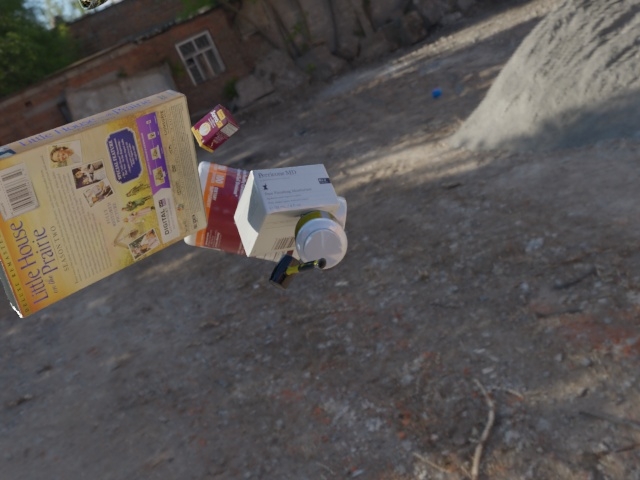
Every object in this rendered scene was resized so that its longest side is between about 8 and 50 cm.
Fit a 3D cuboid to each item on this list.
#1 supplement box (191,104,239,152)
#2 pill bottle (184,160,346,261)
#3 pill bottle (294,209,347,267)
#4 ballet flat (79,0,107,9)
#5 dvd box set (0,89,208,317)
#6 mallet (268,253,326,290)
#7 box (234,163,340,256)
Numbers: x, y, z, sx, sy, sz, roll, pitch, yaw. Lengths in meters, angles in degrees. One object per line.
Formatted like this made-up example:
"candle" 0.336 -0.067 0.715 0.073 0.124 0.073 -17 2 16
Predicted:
"supplement box" -0.222 -0.235 1.364 0.083 0.055 0.043 -38 -26 14
"pill bottle" -0.143 -0.062 1.705 0.392 0.224 0.224 11 14 -10
"pill bottle" 0.000 0.000 1.305 0.103 0.103 0.184 -25 11 2
"ballet flat" -0.394 -0.442 1.005 0.070 0.188 0.070 -12 49 14
"dvd box set" -0.419 -0.078 1.228 0.420 0.308 0.062 -31 42 -34
"mallet" -0.040 0.056 1.106 0.062 0.039 0.189 -58 16 -12
"box" -0.079 -0.067 1.459 0.181 0.119 0.182 -9 -28 -26
